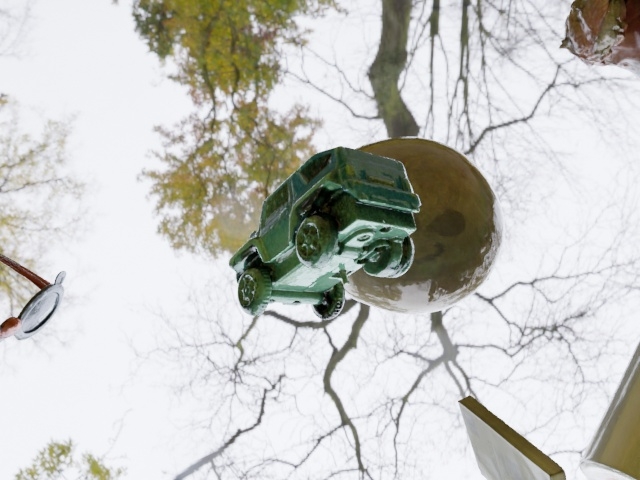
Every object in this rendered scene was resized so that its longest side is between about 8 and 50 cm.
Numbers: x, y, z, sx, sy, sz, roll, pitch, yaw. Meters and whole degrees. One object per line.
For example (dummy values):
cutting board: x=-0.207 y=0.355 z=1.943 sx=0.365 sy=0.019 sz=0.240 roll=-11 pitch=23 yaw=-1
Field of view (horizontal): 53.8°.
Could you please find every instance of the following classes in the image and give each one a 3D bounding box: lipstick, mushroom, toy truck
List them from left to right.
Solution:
toy truck: x=0.000 y=0.000 z=0.843 sx=0.155 sy=0.279 sz=0.156 roll=8 pitch=-121 yaw=-36
mushroom: x=0.158 y=-0.016 z=1.190 sx=0.363 sy=0.294 sz=0.362 roll=1 pitch=-124 yaw=-1
lipstick: x=0.336 y=0.077 z=0.548 sx=0.087 sy=0.087 sz=0.326 roll=25 pitch=-113 yaw=30

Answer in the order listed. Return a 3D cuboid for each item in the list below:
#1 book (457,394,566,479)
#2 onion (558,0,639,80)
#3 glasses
book: x=0.293 y=0.345 z=0.944 sx=0.027 sy=0.161 sz=0.231 roll=-24 pitch=-161 yaw=-13
onion: x=0.481 y=-0.290 z=0.714 sx=0.354 sy=0.353 sz=0.353 roll=-3 pitch=-138 yaw=3
glasses: x=-0.543 y=0.065 z=0.923 sx=0.268 sy=0.118 sz=0.234 roll=31 pitch=-149 yaw=13
